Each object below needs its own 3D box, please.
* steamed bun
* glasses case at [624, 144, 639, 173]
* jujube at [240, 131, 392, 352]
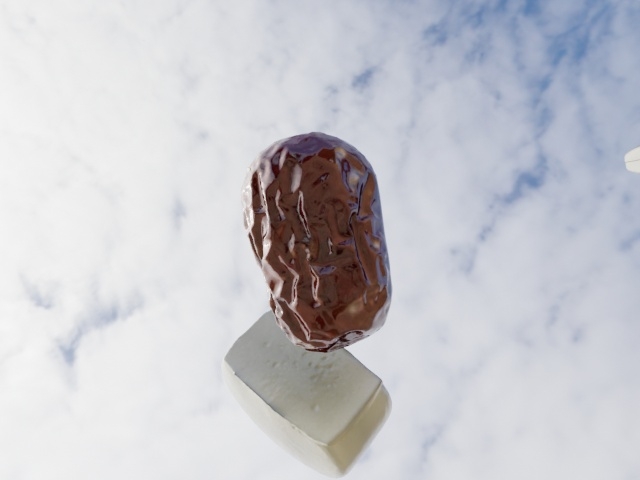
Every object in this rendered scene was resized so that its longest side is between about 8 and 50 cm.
[{"bbox_3d":[-0.021,0.227,0.773,0.146,0.241,0.164,-42,-36,-28],"label":"steamed bun"},{"bbox_3d":[0.453,-0.110,0.652,0.081,0.204,0.051,-11,-88,7],"label":"glasses case"},{"bbox_3d":[0.000,0.000,0.572,0.155,0.155,0.230,-10,-108,-15],"label":"jujube"}]
